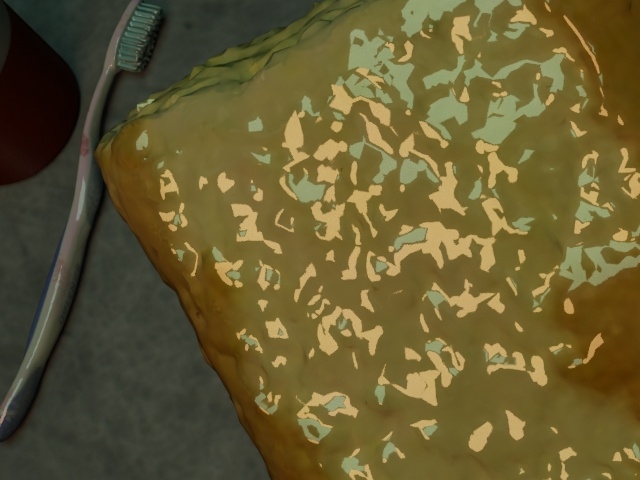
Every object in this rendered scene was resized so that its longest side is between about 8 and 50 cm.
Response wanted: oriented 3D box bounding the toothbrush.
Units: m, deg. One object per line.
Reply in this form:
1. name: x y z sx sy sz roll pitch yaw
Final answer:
1. toothbrush: -0.138 -0.016 0.770 0.027 0.021 0.269 8 74 27

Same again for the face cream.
1. face cream: -0.217 -0.110 0.723 0.095 0.214 0.096 -6 69 16

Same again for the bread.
1. bread: 0.107 0.066 0.501 0.236 0.165 0.375 -29 94 10
